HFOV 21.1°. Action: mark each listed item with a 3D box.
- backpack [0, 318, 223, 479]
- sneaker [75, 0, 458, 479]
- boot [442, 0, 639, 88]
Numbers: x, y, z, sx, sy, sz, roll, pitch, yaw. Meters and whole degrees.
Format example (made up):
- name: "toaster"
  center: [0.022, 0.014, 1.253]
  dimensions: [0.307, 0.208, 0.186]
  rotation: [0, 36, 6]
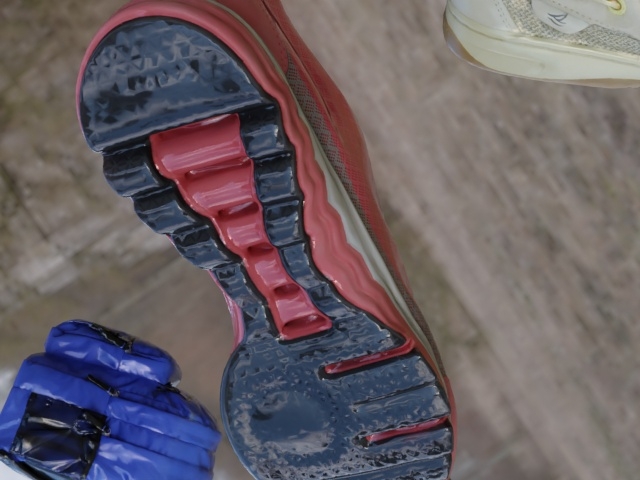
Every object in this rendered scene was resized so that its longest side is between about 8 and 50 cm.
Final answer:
- name: "backpack"
  center: [-0.114, 0.105, 0.975]
  dimensions: [0.120, 0.101, 0.098]
  rotation: [22, 176, 3]
- name: "sneaker"
  center: [0.000, 0.000, 0.833]
  dimensions: [0.136, 0.116, 0.313]
  rotation: [-66, -40, -53]
- name: "boot"
  center: [0.192, -0.169, 0.804]
  dimensions: [0.095, 0.262, 0.203]
  rotation: [-75, -12, -48]
